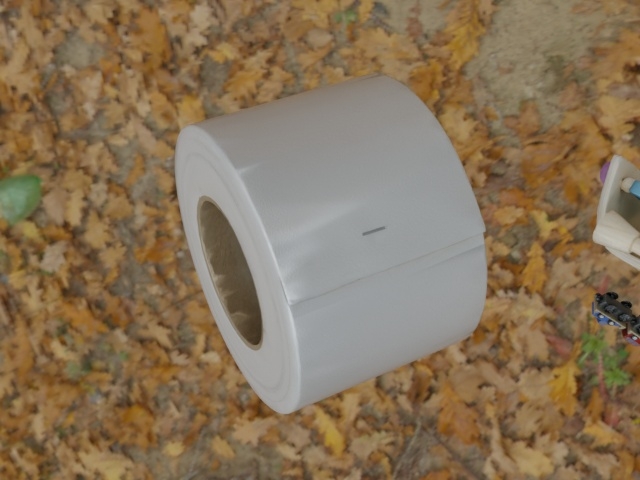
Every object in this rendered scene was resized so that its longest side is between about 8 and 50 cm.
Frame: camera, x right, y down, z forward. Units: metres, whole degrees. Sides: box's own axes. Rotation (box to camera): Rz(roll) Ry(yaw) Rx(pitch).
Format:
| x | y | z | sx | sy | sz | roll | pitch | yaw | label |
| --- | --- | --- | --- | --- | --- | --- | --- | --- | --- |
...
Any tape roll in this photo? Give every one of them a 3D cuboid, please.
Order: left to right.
| x | y | z | sx | sy | sz | roll | pitch | yaw | label |
| --- | --- | --- | --- | --- | --- | --- | --- | --- | --- |
| 0.000 | 0.000 | 0.788 | 0.246 | 0.169 | 0.246 | 53 | 154 | 41 | tape roll |

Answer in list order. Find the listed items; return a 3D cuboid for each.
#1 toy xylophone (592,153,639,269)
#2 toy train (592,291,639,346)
| x | y | z | sx | sy | sz | roll | pitch | yaw | label |
| --- | --- | --- | --- | --- | --- | --- | --- | --- | --- |
| 0.350 | 0.031 | 0.751 | 0.323 | 0.236 | 0.081 | 32 | 98 | 30 | toy xylophone |
| 0.357 | 0.101 | 1.059 | 0.158 | 0.027 | 0.036 | 32 | 139 | -21 | toy train |
